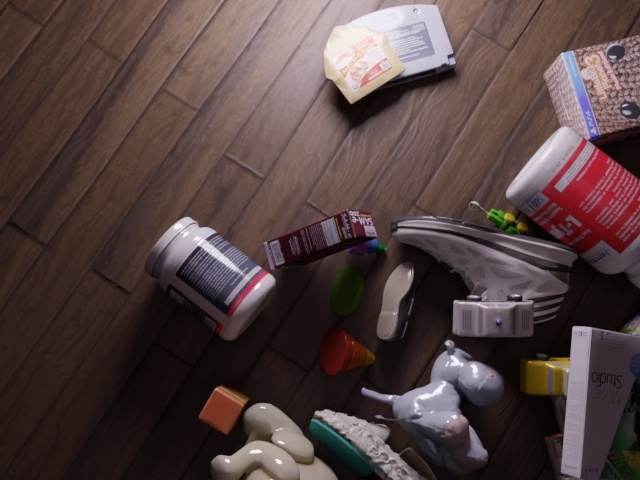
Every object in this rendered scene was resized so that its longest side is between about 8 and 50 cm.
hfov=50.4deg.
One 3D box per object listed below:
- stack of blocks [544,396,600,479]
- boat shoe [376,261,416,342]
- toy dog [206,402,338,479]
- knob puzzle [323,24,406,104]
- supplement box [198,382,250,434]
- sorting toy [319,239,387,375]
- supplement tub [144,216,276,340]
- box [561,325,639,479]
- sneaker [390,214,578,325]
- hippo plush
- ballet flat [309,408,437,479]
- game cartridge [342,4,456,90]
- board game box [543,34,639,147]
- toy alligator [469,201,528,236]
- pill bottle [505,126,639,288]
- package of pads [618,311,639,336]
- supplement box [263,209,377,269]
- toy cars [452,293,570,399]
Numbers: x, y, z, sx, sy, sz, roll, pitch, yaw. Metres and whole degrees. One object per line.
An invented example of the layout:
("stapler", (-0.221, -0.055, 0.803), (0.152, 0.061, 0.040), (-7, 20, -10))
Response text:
("stack of blocks", (0.633, 0.475, 1.619), (0.171, 0.087, 0.297), (-13, 81, -2))
("boat shoe", (0.198, 0.156, 1.692), (0.065, 0.075, 0.206), (31, 72, -41))
("toy dog", (-0.089, 0.594, 1.423), (0.395, 0.408, 0.284), (38, 92, -5))
("knob puzzle", (0.094, -0.466, 1.743), (0.213, 0.030, 0.213), (0, 82, 0))
("supplement box", (-0.215, 0.382, 1.555), (0.080, 0.233, 0.078), (30, 82, 1))
("sorting toy", (0.102, 0.160, 1.677), (0.126, 0.127, 0.366), (17, 77, -27))
("supplement tub", (-0.260, 0.090, 1.622), (0.272, 0.191, 0.191), (38, 83, 5))
("box", (0.646, 0.365, 1.511), (0.232, 0.058, 0.322), (11, 82, -28))
("sneaker", (0.367, 0.092, 1.640), (0.447, 0.169, 0.258), (14, 91, 11))
("hippo plush", (0.307, 0.386, 1.603), (0.294, 0.234, 0.236), (17, 56, 43))
("ballet flat", (0.152, 0.523, 1.605), (0.409, 0.147, 0.147), (43, 83, 3))
("game cartridge", (0.187, -0.510, 1.792), (0.297, 0.062, 0.198), (-16, 77, -3))
("board game box", (0.758, -0.377, 1.729), (0.291, 0.141, 0.232), (-15, 81, -3))
("toy alligator", (0.463, -0.051, 1.723), (0.189, 0.056, 0.051), (36, 42, 5))
("pill bottle", (0.673, -0.068, 1.635), (0.407, 0.229, 0.229), (39, 83, 6))
("package of pads", (0.911, 0.216, 1.657), (0.296, 0.101, 0.229), (-37, 84, -7))
("supplement box", (0.000, 0.000, 1.620), (0.239, 0.130, 0.073), (-20, 81, 26))
("toy cars", (0.477, 0.247, 1.543), (0.393, 0.087, 0.176), (40, 95, -2))
